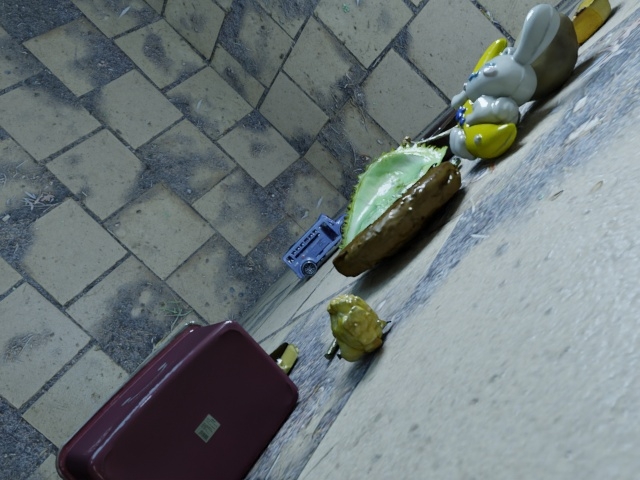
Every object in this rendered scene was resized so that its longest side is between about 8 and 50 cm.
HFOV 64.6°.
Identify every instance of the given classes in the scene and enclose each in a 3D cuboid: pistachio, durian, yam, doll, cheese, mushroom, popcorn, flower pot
[{"bbox_3d":[0.407,-0.335,0.950,0.124,0.124,0.185,-48,-2,-37],"label":"pistachio"},{"bbox_3d":[0.176,-0.085,1.309,0.394,0.163,0.198,-50,42,-3],"label":"durian"},{"bbox_3d":[0.031,0.144,0.770,0.014,0.014,0.107,-43,4,37],"label":"yam"},{"bbox_3d":[0.310,-0.261,0.907,0.252,0.111,0.237,-178,106,-82],"label":"doll"},{"bbox_3d":[-0.105,0.254,0.928,0.162,0.036,0.086,-44,7,27],"label":"cheese"},{"bbox_3d":[0.335,-0.281,1.256,0.286,0.028,0.025,-12,60,30],"label":"mushroom"},{"bbox_3d":[0.053,0.102,0.617,0.084,0.084,0.084,-46,3,3],"label":"popcorn"},{"bbox_3d":[0.325,-0.262,1.428,0.179,0.084,0.251,-48,3,-25],"label":"flower pot"}]

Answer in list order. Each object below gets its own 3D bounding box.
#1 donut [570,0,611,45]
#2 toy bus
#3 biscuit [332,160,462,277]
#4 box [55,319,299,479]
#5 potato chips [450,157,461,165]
[{"bbox_3d":[0.565,-0.474,1.135,0.181,0.078,0.146,-37,8,26],"label":"donut"},{"bbox_3d":[0.000,0.000,1.828,0.292,0.133,0.125,-46,3,4],"label":"toy bus"},{"bbox_3d":[0.146,-0.032,0.940,0.296,0.075,0.296,-43,-1,-1],"label":"biscuit"},{"bbox_3d":[-0.178,0.250,0.682,0.294,0.193,0.167,-48,12,-35],"label":"box"},{"bbox_3d":[0.237,-0.110,1.136,0.207,0.028,0.092,-43,2,9],"label":"potato chips"}]
